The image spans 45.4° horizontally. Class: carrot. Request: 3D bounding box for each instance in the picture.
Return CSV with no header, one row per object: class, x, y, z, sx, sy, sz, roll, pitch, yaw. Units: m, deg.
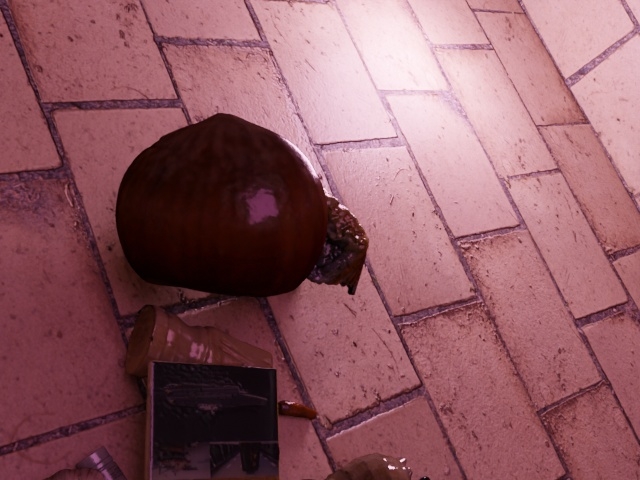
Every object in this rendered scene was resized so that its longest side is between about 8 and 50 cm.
carrot,-0.050,0.351,1.580,0.093,0.032,0.032,20,53,-29

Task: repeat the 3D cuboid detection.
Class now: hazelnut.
hazelnut,-0.188,-0.058,1.495,0.410,0.359,0.359,11,54,-1

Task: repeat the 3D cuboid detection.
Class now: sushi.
sushi,0.000,0.000,1.704,0.274,0.184,0.139,46,1,7

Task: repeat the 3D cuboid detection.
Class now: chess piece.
chess piece,-0.218,0.229,1.481,0.301,0.137,0.137,21,53,-30

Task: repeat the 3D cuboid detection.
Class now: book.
book,-0.187,0.404,1.352,0.263,0.028,0.373,11,67,-35

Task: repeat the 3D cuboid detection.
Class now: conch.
conch,0.062,0.543,1.446,0.186,0.324,0.263,68,19,-52

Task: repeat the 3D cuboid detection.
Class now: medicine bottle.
medicine bottle,-0.368,0.403,1.298,0.058,0.058,0.091,-32,85,-43

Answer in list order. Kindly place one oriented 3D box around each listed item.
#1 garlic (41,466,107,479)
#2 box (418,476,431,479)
garlic,-0.402,0.439,1.221,0.147,0.102,0.159,43,75,-11
box,0.233,0.591,1.640,0.126,0.027,0.125,51,47,1
